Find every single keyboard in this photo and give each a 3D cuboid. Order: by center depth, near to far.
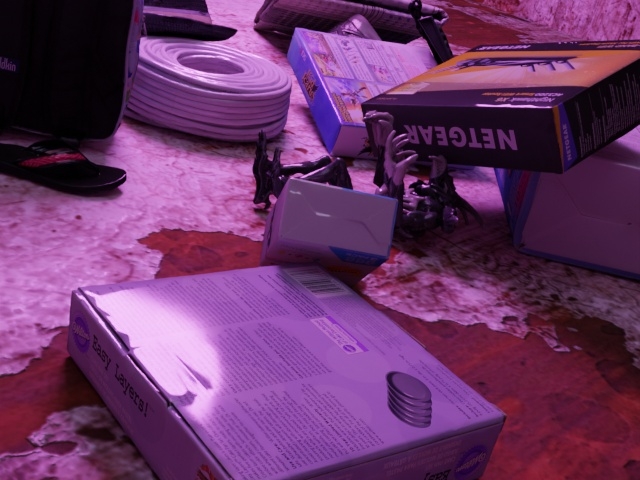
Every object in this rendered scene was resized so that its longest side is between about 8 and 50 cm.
[{"bbox_3d":[0.204,-0.314,1.545,0.201,0.033,0.317,61,9,9],"label":"keyboard"}]

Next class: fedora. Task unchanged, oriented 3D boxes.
[{"bbox_3d":[-0.281,-0.400,1.465,0.334,0.152,0.334,3,10,-1],"label":"fedora"}]

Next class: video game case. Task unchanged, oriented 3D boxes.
[{"bbox_3d":[0.096,-0.222,1.433,0.244,0.061,0.269,4,41,-24],"label":"video game case"}]

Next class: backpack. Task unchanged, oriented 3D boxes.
[{"bbox_3d":[-0.322,-0.266,1.105,0.225,0.253,0.191,9,31,-10],"label":"backpack"}]

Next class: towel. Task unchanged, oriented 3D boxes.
[{"bbox_3d":[0.045,-0.440,1.805,0.324,0.056,0.312,7,0,-15],"label":"towel"}]

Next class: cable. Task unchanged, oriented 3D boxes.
[{"bbox_3d":[-0.167,-0.224,1.322,0.257,0.089,0.257,20,25,11],"label":"cable"}]

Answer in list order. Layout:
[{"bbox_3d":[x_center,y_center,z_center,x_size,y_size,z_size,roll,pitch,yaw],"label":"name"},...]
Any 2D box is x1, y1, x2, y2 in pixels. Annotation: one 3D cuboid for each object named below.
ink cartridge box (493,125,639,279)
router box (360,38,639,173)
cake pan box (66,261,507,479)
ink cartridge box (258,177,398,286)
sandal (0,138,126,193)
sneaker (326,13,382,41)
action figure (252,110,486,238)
[{"bbox_3d":[0.397,-0.099,1.298,0.270,0.151,0.395,14,26,0],"label":"ink cartridge box"},{"bbox_3d":[0.242,-0.174,1.149,0.243,0.081,0.309,-30,26,-33],"label":"router box"},{"bbox_3d":[-0.035,0.107,0.716,0.246,0.070,0.267,-4,31,-41],"label":"cake pan box"},{"bbox_3d":[0.000,0.000,0.910,0.104,0.061,0.181,11,-14,-8],"label":"ink cartridge box"},{"bbox_3d":[-0.304,-0.091,1.017,0.179,0.040,0.067,13,24,-5],"label":"sandal"},{"bbox_3d":[0.074,-0.294,1.630,0.130,0.087,0.227,-30,67,-16],"label":"sneaker"},{"bbox_3d":[0.068,-0.075,1.080,0.276,0.140,0.164,5,14,-17],"label":"action figure"}]
